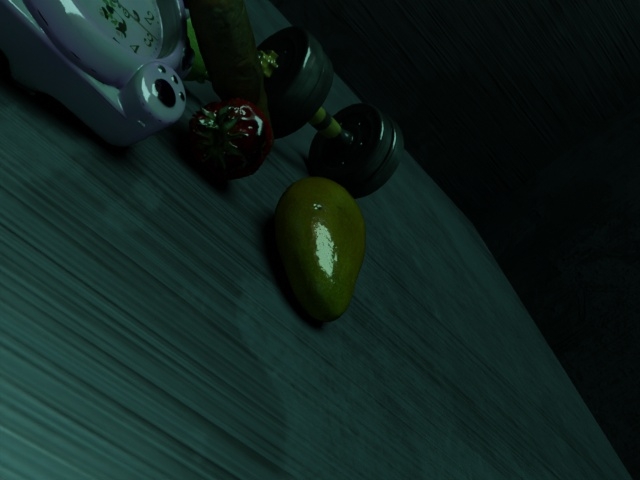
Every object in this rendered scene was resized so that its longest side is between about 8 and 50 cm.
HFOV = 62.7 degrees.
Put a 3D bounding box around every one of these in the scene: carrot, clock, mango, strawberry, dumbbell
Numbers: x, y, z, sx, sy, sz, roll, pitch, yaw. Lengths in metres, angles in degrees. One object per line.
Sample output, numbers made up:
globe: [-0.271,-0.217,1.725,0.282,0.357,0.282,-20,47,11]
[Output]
carrot: [-0.098,-0.188,0.674,0.070,0.070,0.342,56,-8,19]
clock: [-0.215,-0.238,0.502,0.227,0.090,0.248,49,33,-42]
mango: [0.000,0.000,0.650,0.136,0.099,0.228,47,26,-29]
strawberry: [-0.107,-0.123,0.633,0.106,0.106,0.106,43,19,-19]
dumbbell: [-0.001,-0.210,0.918,0.388,0.185,0.185,33,24,-42]

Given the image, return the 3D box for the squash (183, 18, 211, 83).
squash: [-0.254,-0.306,0.648,0.378,0.101,0.101,35,23,-42]
